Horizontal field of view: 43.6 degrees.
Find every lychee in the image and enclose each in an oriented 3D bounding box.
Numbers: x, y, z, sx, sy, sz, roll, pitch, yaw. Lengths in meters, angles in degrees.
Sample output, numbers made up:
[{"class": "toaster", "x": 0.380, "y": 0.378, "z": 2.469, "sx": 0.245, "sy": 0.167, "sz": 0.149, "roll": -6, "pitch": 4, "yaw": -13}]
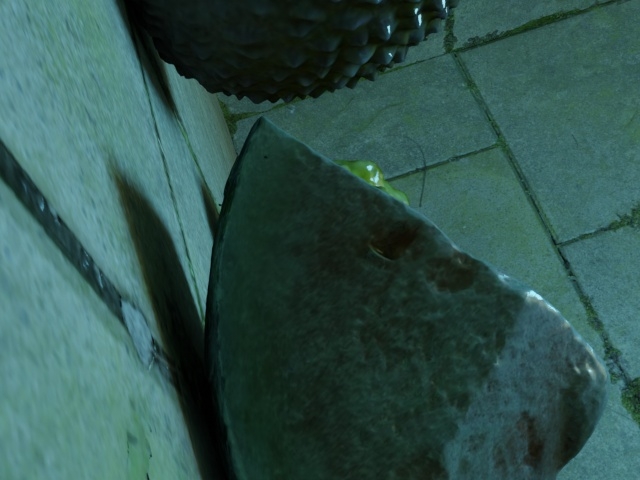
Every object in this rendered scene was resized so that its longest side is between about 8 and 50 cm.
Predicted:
[{"class": "lychee", "x": -0.044, "y": -0.331, "z": 0.901, "sx": 0.380, "sy": 0.432, "sz": 0.380, "roll": 18, "pitch": 90, "yaw": -80}]

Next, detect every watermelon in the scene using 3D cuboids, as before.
[{"class": "watermelon", "x": 0.060, "y": 0.106, "z": 0.536, "sx": 0.228, "sy": 0.258, "sz": 0.387, "roll": 74, "pitch": 2, "yaw": -84}]

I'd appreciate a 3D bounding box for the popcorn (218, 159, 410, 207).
[{"class": "popcorn", "x": 0.002, "y": 0.005, "z": 1.059, "sx": 0.282, "sy": 0.282, "sz": 0.247, "roll": 85, "pitch": -1, "yaw": -80}]
